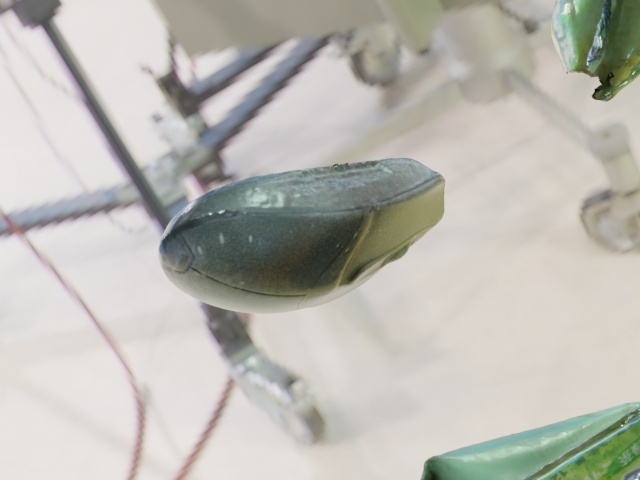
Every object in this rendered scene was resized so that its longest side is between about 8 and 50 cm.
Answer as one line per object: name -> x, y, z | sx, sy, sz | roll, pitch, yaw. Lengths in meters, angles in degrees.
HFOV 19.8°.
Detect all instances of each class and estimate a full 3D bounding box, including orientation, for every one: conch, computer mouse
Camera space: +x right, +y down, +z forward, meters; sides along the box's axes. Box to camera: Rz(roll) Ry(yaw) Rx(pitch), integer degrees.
conch -> 0.151, -0.153, 0.872 | 0.106, 0.079, 0.170 | -117, 47, -65
computer mouse -> 0.001, 0.005, 1.196 | 0.229, 0.113, 0.068 | -8, 59, -35

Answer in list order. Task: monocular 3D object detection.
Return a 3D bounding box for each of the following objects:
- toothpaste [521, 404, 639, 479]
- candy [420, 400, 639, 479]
toothpaste -> 0.164, 0.054, 0.618 | 0.248, 0.047, 0.078 | -31, 44, -8
candy -> 0.273, 0.190, 1.143 | 0.397, 0.263, 0.172 | -2, 67, 25
